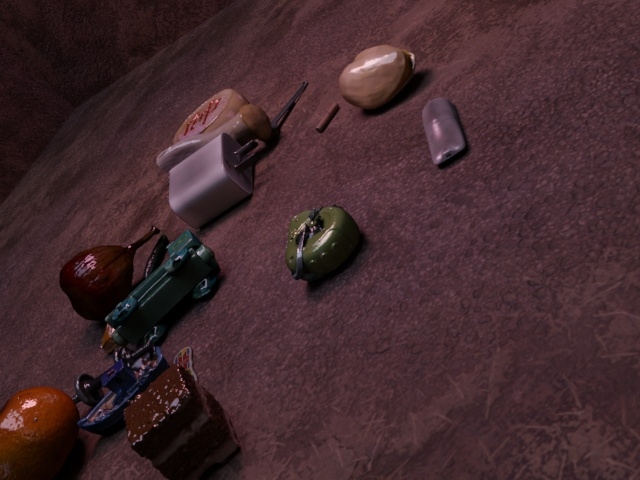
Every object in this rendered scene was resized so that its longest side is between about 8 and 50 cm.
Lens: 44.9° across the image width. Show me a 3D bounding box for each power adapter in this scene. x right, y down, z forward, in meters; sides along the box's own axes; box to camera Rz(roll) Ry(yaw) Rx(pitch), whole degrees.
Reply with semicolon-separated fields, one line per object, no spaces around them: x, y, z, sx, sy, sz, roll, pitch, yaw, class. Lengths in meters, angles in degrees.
-0.261;-0.171;2.013;0.255;0.124;0.187;-31;41;20;power adapter

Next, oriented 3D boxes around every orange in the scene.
-0.596;0.404;1.585;0.224;0.170;0.224;-49;20;25;orange

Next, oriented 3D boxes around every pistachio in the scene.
0.138;-0.382;1.833;0.201;0.117;0.145;-12;78;33;pistachio

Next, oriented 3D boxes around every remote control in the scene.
0.240;-0.229;1.551;0.073;0.044;0.229;-29;30;19;remote control

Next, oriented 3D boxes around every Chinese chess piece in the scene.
-0.324;-0.340;2.360;0.270;0.112;0.270;-32;28;20;Chinese chess piece

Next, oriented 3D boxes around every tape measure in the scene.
0.000;0.000;1.494;0.154;0.087;0.177;-27;34;25;tape measure

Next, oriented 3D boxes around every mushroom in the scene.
-0.285;-0.258;2.129;0.329;0.159;0.122;-33;49;25;mushroom

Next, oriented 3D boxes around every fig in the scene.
-0.552;0.064;2.002;0.191;0.191;0.290;-15;47;42;fig

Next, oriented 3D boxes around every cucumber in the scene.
-0.436;0.044;2.046;0.033;0.036;0.184;-2;40;14;cucumber

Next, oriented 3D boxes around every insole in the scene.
-0.272;0.273;1.547;0.065;0.006;0.193;-38;29;8;insole

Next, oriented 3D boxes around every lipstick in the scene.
0.018;-0.314;1.982;0.019;0.019;0.094;-3;47;51;lipstick

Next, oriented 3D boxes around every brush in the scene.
-0.097;-0.370;2.209;0.062;0.027;0.266;-10;38;45;brush

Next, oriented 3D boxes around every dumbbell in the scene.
-0.462;0.295;1.682;0.254;0.081;0.081;-36;29;12;dumbbell

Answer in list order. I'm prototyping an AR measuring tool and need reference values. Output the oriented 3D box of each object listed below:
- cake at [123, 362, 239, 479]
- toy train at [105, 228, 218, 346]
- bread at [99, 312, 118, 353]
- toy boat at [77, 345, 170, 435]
-0.230;0.310;1.291;0.135;0.147;0.134;-42;29;0;cake
-0.363;0.114;1.779;0.298;0.120;0.194;-43;20;-1;toy train
-0.493;0.214;1.865;0.072;0.053;0.106;-30;35;29;bread
-0.405;0.304;1.579;0.223;0.097;0.100;-44;25;-5;toy boat
